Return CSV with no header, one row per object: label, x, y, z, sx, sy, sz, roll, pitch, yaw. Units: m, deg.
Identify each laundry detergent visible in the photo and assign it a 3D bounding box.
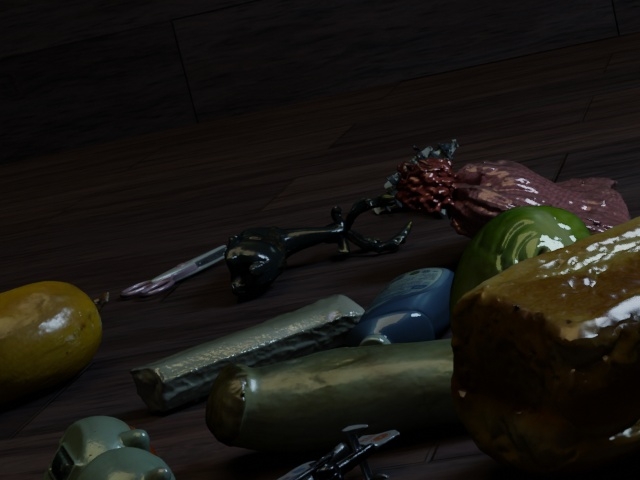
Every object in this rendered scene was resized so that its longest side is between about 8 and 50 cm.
laundry detergent,0.081,0.085,1.764,0.097,0.061,0.206,-7,13,20

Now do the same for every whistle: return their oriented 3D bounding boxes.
whistle,-0.173,0.203,1.401,0.102,0.105,0.253,-35,22,-12

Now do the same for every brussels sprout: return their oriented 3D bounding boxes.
brussels sprout,0.194,0.044,1.614,0.161,0.143,0.181,-35,17,-20

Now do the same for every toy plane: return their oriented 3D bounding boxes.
toy plane,0.140,-0.085,2.462,0.160,0.082,0.234,-40,10,5
toy plane,-0.003,0.193,1.378,0.197,0.053,0.078,-29,10,-40

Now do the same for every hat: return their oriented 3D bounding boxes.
hat,0.228,-0.040,2.064,0.286,0.107,0.236,10,10,-4

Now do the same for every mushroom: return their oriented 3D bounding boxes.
mushroom,0.060,0.132,1.519,0.333,0.087,0.107,-9,16,4

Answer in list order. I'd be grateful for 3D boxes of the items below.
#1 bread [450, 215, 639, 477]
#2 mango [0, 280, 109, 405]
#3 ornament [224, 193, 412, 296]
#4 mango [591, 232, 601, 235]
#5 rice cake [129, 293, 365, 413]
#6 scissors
bread,0.273,0.076,1.381,0.344,0.148,0.195,-19,24,-29
mango,-0.380,0.134,1.962,0.317,0.119,0.176,-26,17,-14
ornament,0.000,0.000,2.217,0.236,0.080,0.202,-13,8,5
mango,0.294,0.026,1.793,0.077,0.063,0.127,-6,11,2
rice cake,-0.072,0.117,1.804,0.256,0.052,0.057,-19,47,-24
scissors,-0.193,0.044,2.373,0.176,0.022,0.085,-27,14,-37
